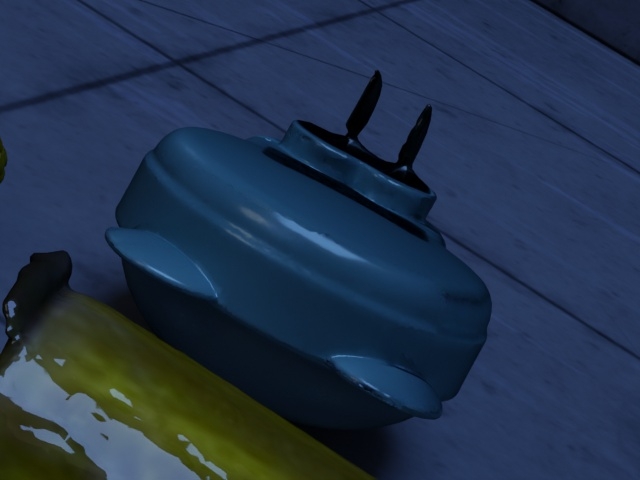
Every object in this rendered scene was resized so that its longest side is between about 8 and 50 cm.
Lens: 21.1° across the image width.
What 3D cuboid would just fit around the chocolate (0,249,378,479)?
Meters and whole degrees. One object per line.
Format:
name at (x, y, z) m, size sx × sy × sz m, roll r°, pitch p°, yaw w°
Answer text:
chocolate at (0.051, 0.180, 0.622) m, size 0.445 × 0.162 × 0.162 m, roll 30°, pitch 21°, yaw 0°

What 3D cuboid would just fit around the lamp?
lamp at (-0.006, 0.010, 0.955) m, size 0.209 × 0.147 × 0.284 m, roll 30°, pitch 29°, yaw -1°

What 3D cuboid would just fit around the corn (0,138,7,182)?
corn at (-0.231, -0.030, 0.879) m, size 0.067 × 0.067 × 0.206 m, roll 34°, pitch 24°, yaw 13°
